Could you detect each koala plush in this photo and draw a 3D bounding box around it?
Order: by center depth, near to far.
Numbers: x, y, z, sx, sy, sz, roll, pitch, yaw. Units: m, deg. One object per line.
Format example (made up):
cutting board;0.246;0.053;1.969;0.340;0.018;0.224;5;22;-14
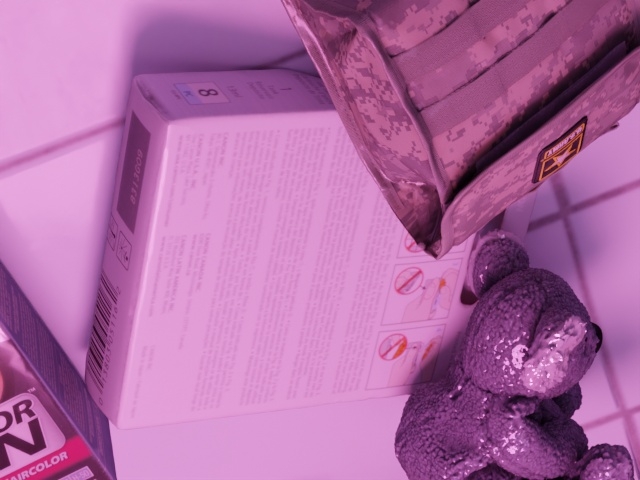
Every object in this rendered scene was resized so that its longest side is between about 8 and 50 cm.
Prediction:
koala plush;0.174;0.118;1.684;0.203;0.196;0.221;-4;128;-16

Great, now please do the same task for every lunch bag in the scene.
lunch bag;0.133;-0.145;1.513;0.235;0.169;0.287;-38;127;-12

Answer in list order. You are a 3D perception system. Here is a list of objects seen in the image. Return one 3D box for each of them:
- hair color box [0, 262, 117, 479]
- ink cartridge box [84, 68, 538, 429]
hair color box;-0.342;0.095;1.622;0.185;0.114;0.374;-26;123;5
ink cartridge box;0.000;0.000;1.677;0.385;0.091;0.308;-6;124;-29
